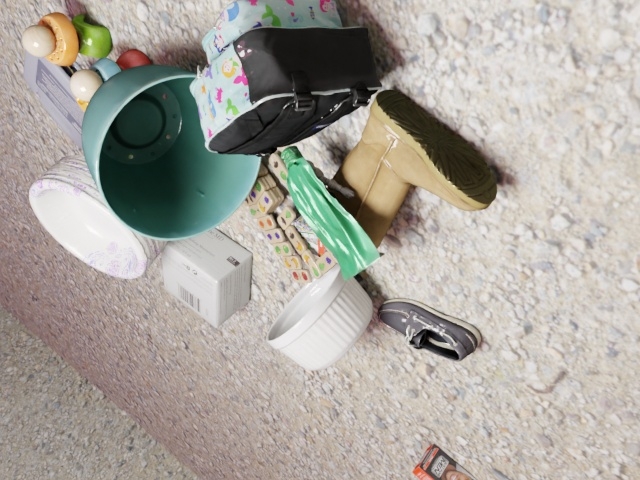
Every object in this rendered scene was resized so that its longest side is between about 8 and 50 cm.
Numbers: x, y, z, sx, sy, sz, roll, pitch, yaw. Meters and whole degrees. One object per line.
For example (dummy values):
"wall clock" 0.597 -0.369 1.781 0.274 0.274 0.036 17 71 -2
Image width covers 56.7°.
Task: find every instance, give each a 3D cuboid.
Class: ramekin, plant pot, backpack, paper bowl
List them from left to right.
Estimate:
"paper bowl" -0.454 -0.062 1.265 0.284 0.148 0.284 20 145 15
"plant pot" -0.289 -0.180 1.071 0.235 0.293 0.293 38 146 45
"backpack" -0.068 -0.224 0.856 0.253 0.225 0.191 -30 77 57
"ramekin" 0.005 0.150 1.129 0.109 0.207 0.207 44 144 -9

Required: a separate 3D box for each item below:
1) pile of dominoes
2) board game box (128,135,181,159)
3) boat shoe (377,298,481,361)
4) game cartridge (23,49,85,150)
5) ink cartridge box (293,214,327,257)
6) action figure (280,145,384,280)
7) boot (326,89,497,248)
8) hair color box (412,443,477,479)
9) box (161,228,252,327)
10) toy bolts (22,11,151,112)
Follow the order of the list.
"pile of dominoes" -0.075 -0.028 1.136 0.251 0.040 0.196 57 146 9
"board game box" -0.320 -0.156 1.261 0.259 0.039 0.124 47 116 -2
"boat shoe" 0.181 0.162 1.072 0.206 0.065 0.075 15 132 36
"game cartridge" -0.591 -0.331 1.416 0.294 0.060 0.196 49 139 -1
"ink cartridge box" 0.000 0.000 1.138 0.115 0.029 0.063 27 137 28
"action figure" 0.010 -0.054 0.944 0.232 0.063 0.137 56 149 4
"boot" 0.122 -0.066 0.920 0.236 0.089 0.269 50 144 19
"hair color box" 0.278 0.518 1.284 0.141 0.072 0.043 38 142 12
"box" -0.266 0.075 1.393 0.181 0.119 0.182 32 139 20
"toy bolts" -0.476 -0.324 1.190 0.228 0.158 0.218 30 125 21
